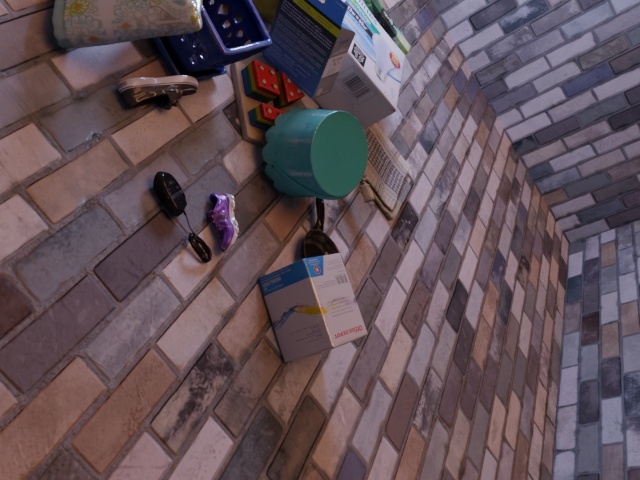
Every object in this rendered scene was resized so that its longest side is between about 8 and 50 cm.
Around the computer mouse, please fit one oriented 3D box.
[{"bbox_3d":[-0.327,-0.051,1.437,0.242,0.041,0.071,64,18,-11],"label":"computer mouse"}]

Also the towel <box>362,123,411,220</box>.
[{"bbox_3d":[0.231,-0.276,2.284,0.324,0.056,0.312,53,37,-19],"label":"towel"}]

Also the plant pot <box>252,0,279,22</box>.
[{"bbox_3d":[-0.142,-0.817,1.970,0.239,0.254,0.254,34,43,-60],"label":"plant pot"}]

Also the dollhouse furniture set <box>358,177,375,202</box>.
[{"bbox_3d":[0.081,-0.201,1.974,0.182,0.101,0.161,70,17,6],"label":"dollhouse furniture set"}]

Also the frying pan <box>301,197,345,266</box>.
[{"bbox_3d":[-0.015,0.003,1.793,0.197,0.053,0.326,-1,68,-58],"label":"frying pan"}]

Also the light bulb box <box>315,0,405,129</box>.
[{"bbox_3d":[0.104,-0.639,2.182,0.358,0.225,0.361,42,42,-30],"label":"light bulb box"}]

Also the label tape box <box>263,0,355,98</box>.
[{"bbox_3d":[-0.023,-0.640,1.850,0.240,0.334,0.106,44,48,15],"label":"label tape box"}]

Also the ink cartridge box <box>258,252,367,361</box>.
[{"bbox_3d":[-0.019,0.174,1.585,0.171,0.168,0.233,-6,74,-55],"label":"ink cartridge box"}]

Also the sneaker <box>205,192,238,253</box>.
[{"bbox_3d":[-0.251,-0.044,1.520,0.071,0.068,0.170,9,53,-33],"label":"sneaker"}]

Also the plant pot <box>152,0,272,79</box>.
[{"bbox_3d":[-0.305,-0.553,1.601,0.236,0.212,0.236,61,35,-6],"label":"plant pot"}]

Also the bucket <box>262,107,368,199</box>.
[{"bbox_3d":[-0.006,-0.249,1.755,0.281,0.183,0.281,-10,105,-44],"label":"bucket"}]

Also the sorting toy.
[{"bbox_3d":[-0.133,-0.405,1.849,0.255,0.089,0.257,11,62,-50],"label":"sorting toy"}]

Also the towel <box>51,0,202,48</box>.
[{"bbox_3d":[-0.429,-0.605,1.390,0.090,0.320,0.375,70,15,-63],"label":"towel"}]

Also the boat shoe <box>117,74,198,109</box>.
[{"bbox_3d":[-0.387,-0.357,1.498,0.228,0.080,0.076,-20,93,-54],"label":"boat shoe"}]

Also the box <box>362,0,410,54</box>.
[{"bbox_3d":[0.163,-0.808,2.354,0.322,0.232,0.058,46,44,-26],"label":"box"}]
